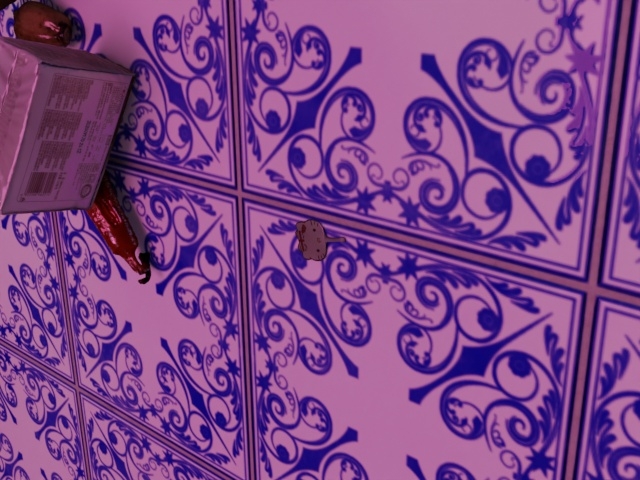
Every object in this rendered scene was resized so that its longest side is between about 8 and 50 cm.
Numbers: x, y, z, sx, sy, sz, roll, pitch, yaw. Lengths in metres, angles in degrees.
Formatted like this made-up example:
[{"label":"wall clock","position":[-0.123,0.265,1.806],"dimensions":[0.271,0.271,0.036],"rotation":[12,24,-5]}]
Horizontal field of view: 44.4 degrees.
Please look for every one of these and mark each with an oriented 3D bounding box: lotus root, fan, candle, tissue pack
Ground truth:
[{"label":"lotus root","position":[-0.439,-0.336,1.233],"dimensions":[0.152,0.063,0.072],"rotation":[31,110,29]},{"label":"fan","position":[0.000,0.000,0.993],"dimensions":[0.083,0.004,0.056],"rotation":[1,107,42]},{"label":"candle","position":[-0.346,-0.064,1.253],"dimensions":[0.084,0.059,0.302],"rotation":[-38,80,40]},{"label":"tissue pack","position":[-0.395,-0.163,1.130],"dimensions":[0.124,0.185,0.225],"rotation":[30,108,22]}]

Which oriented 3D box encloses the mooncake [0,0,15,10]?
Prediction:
[{"label":"mooncake","position":[-0.575,-0.497,1.029],"dimensions":[0.262,0.467,0.467],"rotation":[48,132,19]}]
